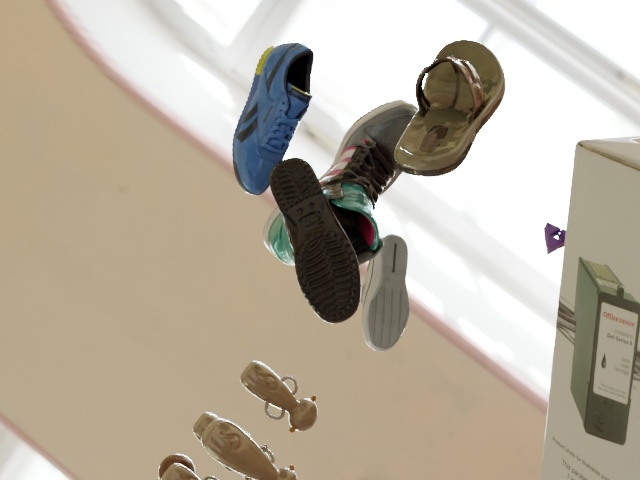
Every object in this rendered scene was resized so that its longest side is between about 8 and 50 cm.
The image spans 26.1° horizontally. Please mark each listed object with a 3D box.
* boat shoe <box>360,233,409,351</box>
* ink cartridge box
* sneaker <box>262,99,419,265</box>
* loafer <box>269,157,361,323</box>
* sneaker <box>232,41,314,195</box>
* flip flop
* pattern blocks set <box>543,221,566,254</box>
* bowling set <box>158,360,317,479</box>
[{"bbox_3d":[0.114,0.101,2.466,0.076,0.083,0.226,-44,28,58],"label":"boat shoe"},{"bbox_3d":[0.274,0.074,0.935,0.211,0.121,0.289,-6,-70,-26],"label":"ink cartridge box"},{"bbox_3d":[0.054,-0.068,1.914,0.295,0.124,0.178,-47,24,0],"label":"sneaker"},{"bbox_3d":[0.000,0.000,1.778,0.080,0.220,0.078,-18,-8,4],"label":"loafer"},{"bbox_3d":[-0.058,-0.161,1.821,0.069,0.082,0.209,18,-94,-37],"label":"sneaker"},{"bbox_3d":[0.158,-0.181,1.733,0.277,0.112,0.080,-59,-38,-46],"label":"flip flop"},{"bbox_3d":[0.459,-0.014,1.872,0.324,0.285,0.026,-14,-30,-12],"label":"pattern blocks set"},{"bbox_3d":[-0.127,0.328,1.961,0.287,0.154,0.200,-57,12,-30],"label":"bowling set"}]
